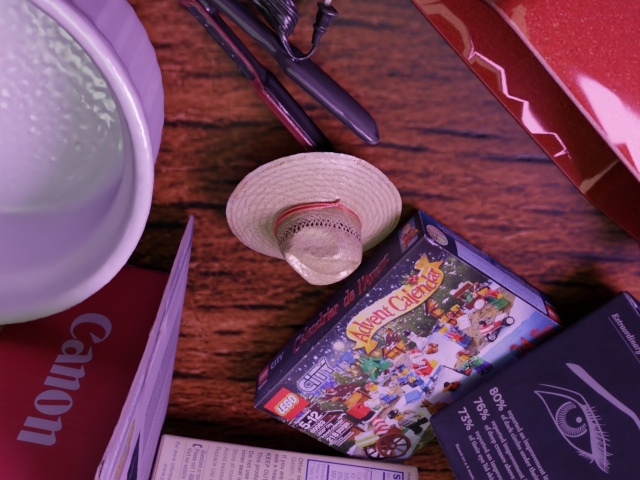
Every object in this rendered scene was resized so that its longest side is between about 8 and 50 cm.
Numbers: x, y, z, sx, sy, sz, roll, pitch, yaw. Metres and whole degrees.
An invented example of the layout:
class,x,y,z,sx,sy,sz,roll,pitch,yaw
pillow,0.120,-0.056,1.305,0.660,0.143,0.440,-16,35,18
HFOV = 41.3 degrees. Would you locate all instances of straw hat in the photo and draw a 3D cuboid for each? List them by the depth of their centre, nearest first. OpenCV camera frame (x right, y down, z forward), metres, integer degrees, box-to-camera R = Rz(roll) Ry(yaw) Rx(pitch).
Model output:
class,x,y,z,sx,sy,sz,roll,pitch,yaw
straw hat,0.000,0.000,0.660,0.145,0.061,0.144,-5,144,-3

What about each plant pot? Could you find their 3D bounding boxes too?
class,x,y,z,sx,sy,sz,roll,pitch,yaw
plant pot,0.225,-0.142,0.493,0.236,0.267,0.267,-43,111,10

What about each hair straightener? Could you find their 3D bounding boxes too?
class,x,y,z,sx,sy,sz,roll,pitch,yaw
hair straightener,-0.029,-0.155,0.612,0.089,0.047,0.230,-34,110,21

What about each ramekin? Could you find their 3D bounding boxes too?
class,x,y,z,sx,sy,sz,roll,pitch,yaw
ramekin,-0.244,-0.089,0.603,0.278,0.135,0.277,1,122,2

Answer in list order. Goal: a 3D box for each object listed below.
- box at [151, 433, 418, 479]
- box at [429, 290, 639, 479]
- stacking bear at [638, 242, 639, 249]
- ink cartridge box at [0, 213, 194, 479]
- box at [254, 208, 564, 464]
class,x,y,z,sx,sy,sz,roll,pitch,yaw
box,-0.044,0.304,0.820,0.243,0.117,0.213,8,136,-1
box,0.221,0.169,0.704,0.207,0.153,0.108,-36,138,16
stacking bear,0.372,-0.029,0.599,0.289,0.164,0.175,-21,89,21
ink cartridge box,-0.196,0.150,0.646,0.130,0.309,0.271,12,121,-4
box,0.072,0.100,0.751,0.159,0.044,0.233,31,118,-21
